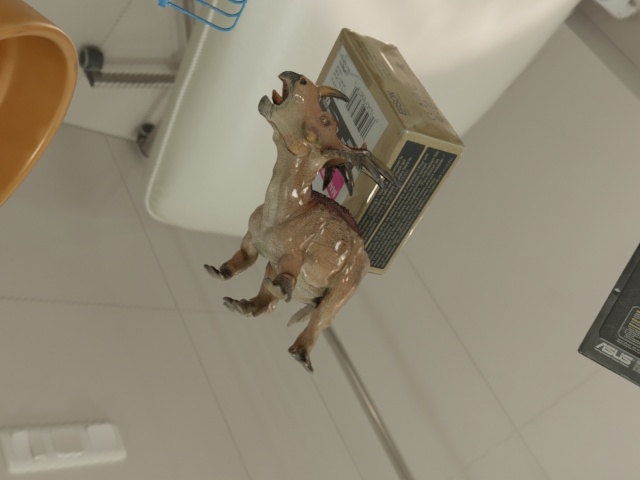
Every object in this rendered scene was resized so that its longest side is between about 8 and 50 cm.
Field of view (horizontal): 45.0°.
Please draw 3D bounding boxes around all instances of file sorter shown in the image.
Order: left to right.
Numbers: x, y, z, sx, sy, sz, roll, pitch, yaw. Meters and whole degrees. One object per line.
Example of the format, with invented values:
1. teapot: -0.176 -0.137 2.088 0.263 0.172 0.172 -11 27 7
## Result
1. file sorter: -0.128 -0.377 1.029 0.104 0.170 0.118 25 133 -11

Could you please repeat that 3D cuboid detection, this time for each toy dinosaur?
1. toy dinosaur: 0.000 0.000 0.774 0.200 0.127 0.296 -48 148 -21

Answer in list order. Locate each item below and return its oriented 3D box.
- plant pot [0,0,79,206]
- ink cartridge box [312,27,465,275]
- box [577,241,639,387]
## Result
1. plant pot: -0.342 -0.098 0.526 0.291 0.203 0.291 -48 -179 1
2. ink cartridge box: 0.050 -0.108 0.919 0.088 0.235 0.193 12 125 -28
3. box: 0.409 0.094 0.783 0.183 0.231 0.056 -61 156 2
